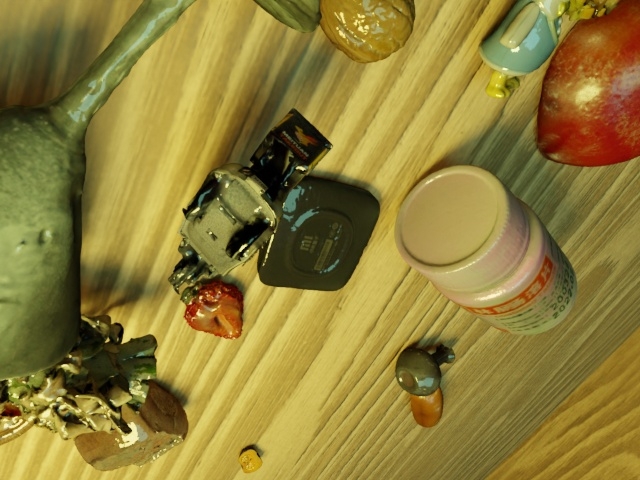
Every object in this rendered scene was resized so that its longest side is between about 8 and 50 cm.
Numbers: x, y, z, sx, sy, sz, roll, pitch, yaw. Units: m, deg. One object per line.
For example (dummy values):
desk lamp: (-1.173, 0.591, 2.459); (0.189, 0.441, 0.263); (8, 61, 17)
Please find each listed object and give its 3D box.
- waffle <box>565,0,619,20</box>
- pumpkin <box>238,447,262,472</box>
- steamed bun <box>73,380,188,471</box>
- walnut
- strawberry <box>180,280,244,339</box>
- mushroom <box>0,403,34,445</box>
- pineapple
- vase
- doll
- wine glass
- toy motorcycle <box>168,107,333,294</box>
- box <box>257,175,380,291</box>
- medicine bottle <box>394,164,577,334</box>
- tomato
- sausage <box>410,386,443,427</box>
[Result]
waffle: (0.425, -0.445, 0.539); (0.243, 0.059, 0.238); (-53, 143, 8)
pumpkin: (-0.176, 0.536, 0.990); (0.050, 0.028, 0.083); (-21, 123, -16)
steamed bun: (-0.326, 0.331, 0.695); (0.145, 0.106, 0.175); (-35, 136, -1)
walnut: (0.051, -0.265, 0.464); (0.124, 0.105, 0.105); (26, 108, -36)
strawberry: (-0.170, 0.124, 0.667); (0.104, 0.048, 0.152); (-28, 130, -4)
mushroom: (-0.440, 0.224, 0.569); (0.171, 0.080, 0.135); (-23, 144, -14)
pineapple: (-0.333, 0.156, 0.455); (0.272, 0.262, 0.262); (16, 115, -38)
vase: (0.278, 0.322, 1.038); (0.183, 0.120, 0.120); (-16, 132, -38)
doll: (0.294, -0.308, 0.530); (0.135, 0.098, 0.241); (-7, 153, -21)
wine glass: (-0.204, -0.113, 0.335); (0.406, 0.267, 0.267); (-46, 133, 5)
toy motorcycle: (-0.103, -0.025, 0.482); (0.091, 0.157, 0.263); (43, 141, -8)
box: (0.000, 0.000, 0.672); (0.201, 0.042, 0.212); (7, 119, -31)
medicine bottle: (0.324, 0.033, 0.760); (0.219, 0.219, 0.388); (-49, 133, 11)
tomato: (0.558, -0.267, 0.720); (0.338, 0.143, 0.338); (-14, 128, -18)
sausage: (0.317, 0.481, 1.188); (0.098, 0.098, 0.238); (-26, 134, -10)
